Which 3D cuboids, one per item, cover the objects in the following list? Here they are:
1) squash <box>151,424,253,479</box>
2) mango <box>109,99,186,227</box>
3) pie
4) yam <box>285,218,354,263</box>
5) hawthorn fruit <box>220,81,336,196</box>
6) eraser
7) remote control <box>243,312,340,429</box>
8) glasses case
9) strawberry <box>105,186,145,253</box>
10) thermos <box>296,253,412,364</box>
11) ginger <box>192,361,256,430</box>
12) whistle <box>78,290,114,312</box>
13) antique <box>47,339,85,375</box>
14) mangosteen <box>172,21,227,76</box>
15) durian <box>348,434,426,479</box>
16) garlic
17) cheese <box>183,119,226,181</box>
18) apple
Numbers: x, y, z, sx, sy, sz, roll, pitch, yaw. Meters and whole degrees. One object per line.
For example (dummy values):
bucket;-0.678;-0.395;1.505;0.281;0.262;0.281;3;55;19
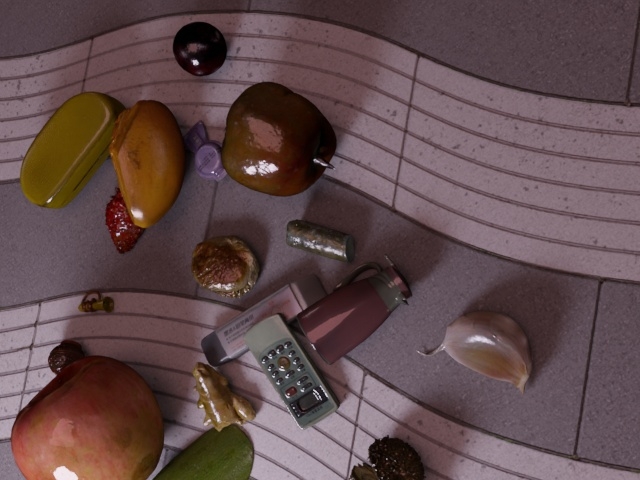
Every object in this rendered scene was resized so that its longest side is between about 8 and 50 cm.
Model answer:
squash;-0.295;0.612;1.827;0.260;0.189;0.189;-37;69;-26
mango;-0.462;-0.207;1.886;0.199;0.201;0.350;-8;78;9
pie;-0.253;0.065;1.853;0.193;0.079;0.163;8;82;19
yam;0.000;0.000;1.771;0.179;0.078;0.078;17;89;21
hawthorn fruit;-0.090;-0.233;1.741;0.300;0.268;0.268;25;92;10
eraser;-0.147;0.206;1.805;0.352;0.061;0.089;-32;75;13
remote control;-0.074;0.320;1.744;0.123;0.038;0.285;-33;88;12
glasses case;-0.699;-0.263;2.013;0.173;0.141;0.371;43;99;10
strawberry;-0.546;-0.070;1.967;0.140;0.085;0.192;44;99;16
thermos;0.086;0.155;1.699;0.265;0.146;0.176;-36;48;3
ginger;-0.265;0.404;1.808;0.205;0.081;0.115;46;123;2
whistle;-0.636;0.173;1.990;0.109;0.046;0.057;-2;97;25
antique;-0.701;0.332;1.961;0.104;0.104;0.104;-2;82;19
mangosteen;-0.328;-0.513;1.926;0.152;0.152;0.153;-2;82;19
durian;0.167;0.551;1.617;0.196;0.167;0.196;5;110;13
garlic;0.356;0.227;1.621;0.266;0.128;0.148;16;77;31
cheese;-0.309;-0.237;1.925;0.105;0.042;0.191;-43;66;12
apple;-0.563;0.481;1.766;0.363;0.364;0.364;-2;82;19
